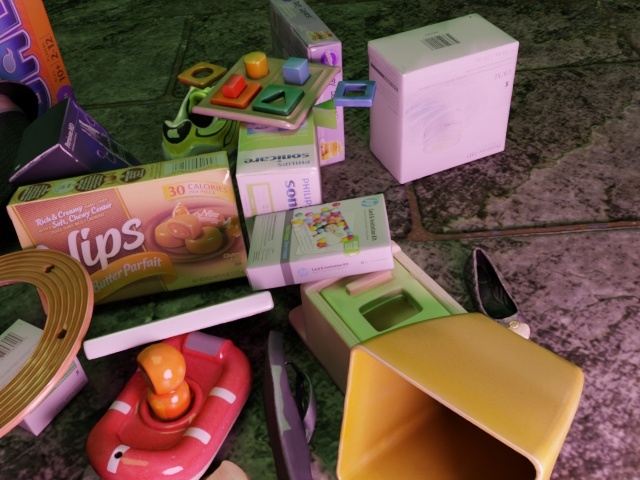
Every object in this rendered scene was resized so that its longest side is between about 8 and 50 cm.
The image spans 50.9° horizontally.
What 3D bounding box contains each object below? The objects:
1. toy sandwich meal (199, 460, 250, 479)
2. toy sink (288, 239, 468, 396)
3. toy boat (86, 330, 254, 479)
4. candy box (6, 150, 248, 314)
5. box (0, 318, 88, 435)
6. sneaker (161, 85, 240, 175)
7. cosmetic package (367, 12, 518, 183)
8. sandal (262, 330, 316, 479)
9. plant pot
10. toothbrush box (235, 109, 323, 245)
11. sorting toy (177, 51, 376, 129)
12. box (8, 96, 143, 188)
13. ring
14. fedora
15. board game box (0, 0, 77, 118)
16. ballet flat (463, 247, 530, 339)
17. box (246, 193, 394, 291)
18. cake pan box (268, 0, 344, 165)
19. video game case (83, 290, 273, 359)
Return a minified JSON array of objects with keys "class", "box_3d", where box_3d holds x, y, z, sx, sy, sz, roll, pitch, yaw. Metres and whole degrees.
[{"class":"toy sandwich meal","box_3d":[-0.116,0.295,0.769,0.085,0.029,0.086,-3,41,3]},{"class":"toy sink","box_3d":[0.067,0.100,0.892,0.152,0.131,0.234,-23,43,-19]},{"class":"toy boat","box_3d":[-0.185,0.186,0.810,0.150,0.151,0.231,11,44,19]},{"class":"candy box","box_3d":[-0.277,-0.013,1.014,0.316,0.183,0.088,-10,26,-5]},{"class":"box","box_3d":[-0.388,0.180,0.889,0.101,0.087,0.101,18,47,24]},{"class":"sneaker","box_3d":[-0.184,-0.247,1.307,0.145,0.147,0.385,4,41,14]},{"class":"cosmetic package","box_3d":[0.213,-0.253,1.206,0.223,0.225,0.138,-19,45,-14]},{"class":"sandal","box_3d":[-0.030,0.224,0.802,0.054,0.097,0.255,-3,50,-14]},{"class":"plant pot","box_3d":[0.162,0.200,0.727,0.212,0.212,0.187,29,39,33]},{"class":"toothbrush box","box_3d":[-0.058,-0.110,1.090,0.122,0.206,0.283,-6,42,0]},{"class":"sorting toy","box_3d":[-0.086,-0.250,1.060,0.347,0.047,0.196,13,45,22]},{"class":"box","box_3d":[-0.385,-0.104,1.108,0.108,0.207,0.153,-31,41,14]},{"class":"ring","box_3d":[-0.433,0.142,0.841,0.336,0.032,0.337,-14,42,13]},{"class":"fedora","box_3d":[-0.567,-0.110,1.156,0.152,0.334,0.334,35,49,0]},{"class":"board game box","box_3d":[-0.783,-0.359,1.345,0.356,0.356,0.357,17,46,24]},{"class":"ballet flat","box_3d":[0.245,0.080,0.956,0.057,0.049,0.173,-13,42,-7]},{"class":"box","box_3d":[0.000,0.000,0.900,0.186,0.038,0.145,-8,30,6]},{"class":"cake pan box","box_3d":[-0.030,-0.312,1.289,0.070,0.246,0.267,-13,40,-14]},{"class":"video game case","box_3d":[-0.181,0.108,0.894,0.226,0.026,0.206,-15,-2,-10]}]
